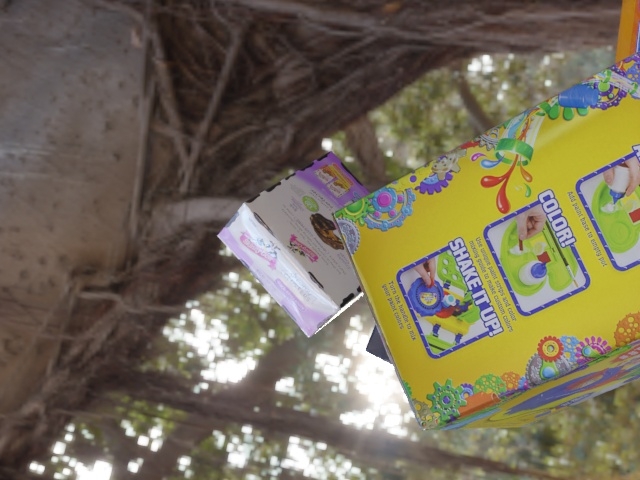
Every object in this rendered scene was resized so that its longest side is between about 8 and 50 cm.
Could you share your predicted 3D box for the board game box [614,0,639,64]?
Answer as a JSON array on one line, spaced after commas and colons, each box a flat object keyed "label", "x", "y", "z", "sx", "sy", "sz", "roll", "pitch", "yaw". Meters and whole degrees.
[{"label": "board game box", "x": 0.534, "y": -0.262, "z": 1.097, "sx": 0.356, "sy": 0.356, "sz": 0.356, "roll": -168, "pitch": 85, "yaw": -83}]

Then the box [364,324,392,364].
[{"label": "box", "x": 0.138, "y": 0.060, "z": 1.238, "sx": 0.156, "sy": 0.093, "sz": 0.158, "roll": -69, "pitch": -16, "yaw": 14}]

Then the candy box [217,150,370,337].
[{"label": "candy box", "x": 0.000, "y": 0.000, "z": 1.338, "sx": 0.070, "sy": 0.165, "sz": 0.196, "roll": -46, "pitch": -8, "yaw": 39}]

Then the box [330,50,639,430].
[{"label": "box", "x": 0.210, "y": 0.013, "z": 0.860, "sx": 0.290, "sy": 0.279, "sz": 0.177, "roll": 18, "pitch": -133, "yaw": -64}]
